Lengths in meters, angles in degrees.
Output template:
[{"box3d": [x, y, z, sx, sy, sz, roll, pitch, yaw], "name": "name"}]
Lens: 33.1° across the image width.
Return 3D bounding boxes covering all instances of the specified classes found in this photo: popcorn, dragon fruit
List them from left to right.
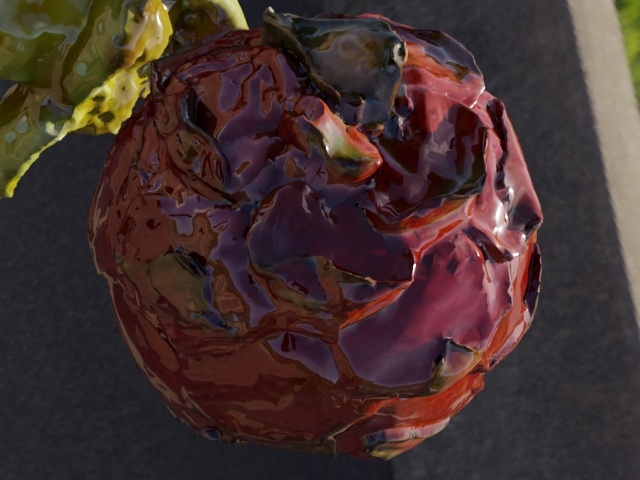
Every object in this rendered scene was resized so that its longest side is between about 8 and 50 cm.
[{"box3d": [-0.262, -0.239, 1.122, 0.321, 0.325, 0.290, -28, 92, -3], "name": "popcorn"}, {"box3d": [0.000, 0.000, 0.680, 0.277, 0.342, 0.277, -3, 54, 4], "name": "dragon fruit"}]
